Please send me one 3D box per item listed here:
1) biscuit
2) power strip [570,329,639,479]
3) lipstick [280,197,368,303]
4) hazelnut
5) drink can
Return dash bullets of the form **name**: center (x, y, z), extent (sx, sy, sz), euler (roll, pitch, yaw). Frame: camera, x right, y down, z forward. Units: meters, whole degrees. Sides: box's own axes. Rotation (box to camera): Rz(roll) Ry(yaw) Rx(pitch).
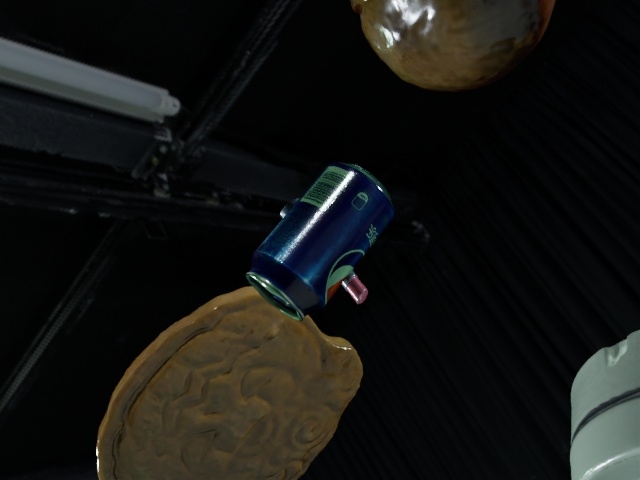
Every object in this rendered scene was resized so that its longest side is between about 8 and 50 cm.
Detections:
- **biscuit**: center (-0.132, 0.263, 1.049), extent (0.365, 0.062, 0.385), euler (36, -86, -33)
- **power strip**: center (0.475, 0.255, 0.800), extent (0.357, 0.161, 0.358), euler (9, -44, 9)
- **lipstick**: center (0.009, 0.024, 1.318), extent (0.053, 0.234, 0.053), euler (-33, -18, -12)
- **hazelnut**: center (0.138, -0.253, 0.677), extent (0.208, 0.208, 0.208), euler (-22, -32, -15)
- **drink can**: center (0.000, 0.000, 0.917), extent (0.205, 0.118, 0.118), euler (-50, -27, -16)
